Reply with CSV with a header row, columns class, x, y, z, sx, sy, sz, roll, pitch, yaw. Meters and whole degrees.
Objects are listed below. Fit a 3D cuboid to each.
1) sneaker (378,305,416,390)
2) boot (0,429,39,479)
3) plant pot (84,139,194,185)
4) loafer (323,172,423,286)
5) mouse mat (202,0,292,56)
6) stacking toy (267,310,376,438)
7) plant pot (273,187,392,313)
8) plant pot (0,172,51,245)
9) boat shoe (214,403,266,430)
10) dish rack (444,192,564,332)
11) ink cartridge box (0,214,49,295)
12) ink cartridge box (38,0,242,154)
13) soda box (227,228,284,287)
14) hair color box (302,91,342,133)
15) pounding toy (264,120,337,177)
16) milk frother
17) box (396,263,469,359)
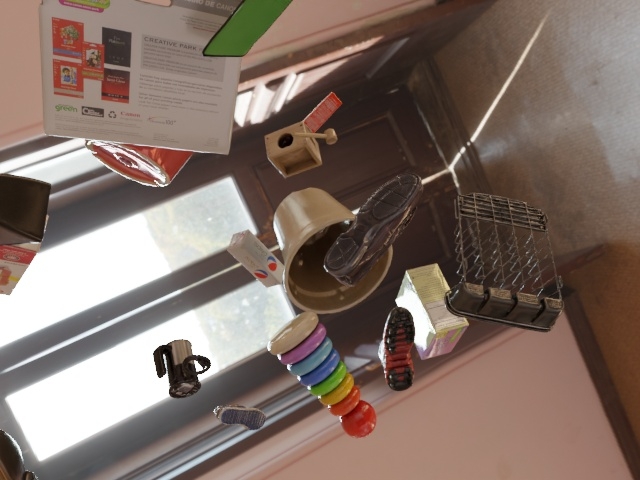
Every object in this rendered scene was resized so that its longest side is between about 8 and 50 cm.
class,x,y,z,sx,sy,sz,roll,pitch,yaw
sneaker,0.228,0.312,1.396,0.135,0.097,0.276,-110,16,-68
boot,-0.869,0.641,1.245,0.112,0.115,0.305,-124,29,-56
plant pot,-0.390,-0.276,1.054,0.275,0.243,0.275,18,161,6
loafer,0.132,-0.024,1.061,0.109,0.302,0.095,34,169,48
mouse mat,-0.081,-0.332,0.653,0.007,0.189,0.152,49,-155,-6
stacking toy,0.023,0.335,1.101,0.330,0.141,0.141,53,167,-5
plant pot,0.000,0.000,1.413,0.305,0.333,0.334,-125,17,-50
plant pot,-0.912,-0.098,1.295,0.167,0.188,0.187,50,-142,-71
boat shoe,-0.248,0.539,1.427,0.066,0.066,0.183,8,160,46
dish rack,0.349,0.027,0.888,0.074,0.208,0.272,106,175,-53
ink cartridge box,-1.125,0.025,1.529,0.384,0.279,0.160,-34,50,38
ink cartridge box,-0.304,-0.314,0.805,0.130,0.309,0.272,-122,41,-53
soda box,-0.207,0.063,1.515,0.216,0.069,0.074,49,-142,-35
hair color box,-0.014,-0.390,1.472,0.053,0.167,0.093,46,167,-13
pounding toy,-0.054,-0.296,1.346,0.181,0.206,0.094,44,-149,-61
milk frother,-0.353,0.315,1.214,0.135,0.143,0.129,62,179,41
box,0.370,0.242,1.562,0.213,0.117,0.243,94,162,-53
